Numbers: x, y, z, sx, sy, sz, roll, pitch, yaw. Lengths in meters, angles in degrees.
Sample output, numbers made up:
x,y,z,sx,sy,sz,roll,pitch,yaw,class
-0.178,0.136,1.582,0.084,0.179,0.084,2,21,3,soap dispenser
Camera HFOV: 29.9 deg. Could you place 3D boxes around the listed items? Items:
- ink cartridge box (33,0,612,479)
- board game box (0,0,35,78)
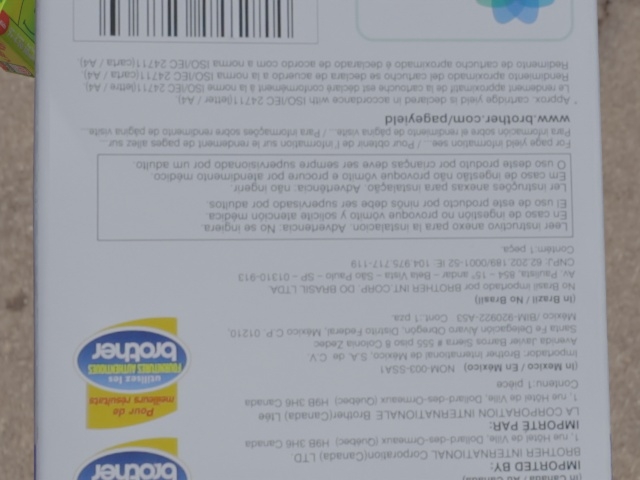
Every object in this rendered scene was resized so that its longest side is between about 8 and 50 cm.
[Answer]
x,y,z,sx,sy,sz,roll,pitch,yaw,class
0.000,0.000,0.405,0.185,0.065,0.311,-1,83,-4,ink cartridge box
-0.241,-0.241,1.026,0.043,0.092,0.181,15,75,20,board game box
